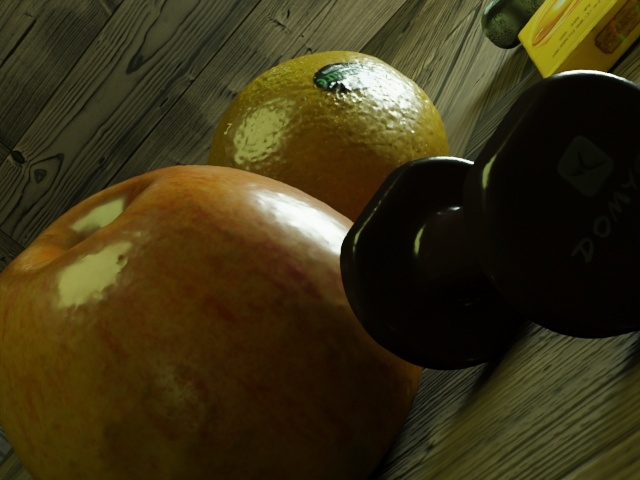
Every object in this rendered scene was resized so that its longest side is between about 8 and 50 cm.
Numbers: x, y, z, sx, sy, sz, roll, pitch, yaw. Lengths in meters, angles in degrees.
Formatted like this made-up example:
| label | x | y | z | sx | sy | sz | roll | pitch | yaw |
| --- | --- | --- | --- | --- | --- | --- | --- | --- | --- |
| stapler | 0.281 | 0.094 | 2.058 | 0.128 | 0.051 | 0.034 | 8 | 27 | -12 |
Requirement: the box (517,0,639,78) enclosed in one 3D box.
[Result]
| label | x | y | z | sx | sy | sz | roll | pitch | yaw |
| --- | --- | --- | --- | --- | --- | --- | --- | --- | --- |
| box | 0.250 | -0.212 | 1.210 | 0.152 | 0.043 | 0.269 | -48 | 10 | 14 |

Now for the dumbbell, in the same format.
| label | x | y | z | sx | sy | sz | roll | pitch | yaw |
| --- | --- | --- | --- | --- | --- | --- | --- | --- | --- |
| dumbbell | 0.108 | -0.002 | 0.768 | 0.140 | 0.124 | 0.225 | -55 | 10 | -21 |

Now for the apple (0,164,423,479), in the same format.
| label | x | y | z | sx | sy | sz | roll | pitch | yaw |
| --- | --- | --- | --- | --- | --- | --- | --- | --- | --- |
| apple | -0.087 | 0.079 | 0.957 | 0.299 | 0.275 | 0.299 | -43 | 8 | 8 |

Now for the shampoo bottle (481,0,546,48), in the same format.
| label | x | y | z | sx | sy | sz | roll | pitch | yaw |
| --- | --- | --- | --- | --- | --- | --- | --- | --- | --- |
| shampoo bottle | 0.247 | -0.276 | 1.423 | 0.208 | 0.063 | 0.057 | -37 | 25 | 56 |

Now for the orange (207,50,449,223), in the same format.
| label | x | y | z | sx | sy | sz | roll | pitch | yaw |
| --- | --- | --- | --- | --- | --- | --- | --- | --- | --- |
| orange | 0.007 | -0.062 | 1.228 | 0.236 | 0.236 | 0.236 | -49 | 9 | 10 |
